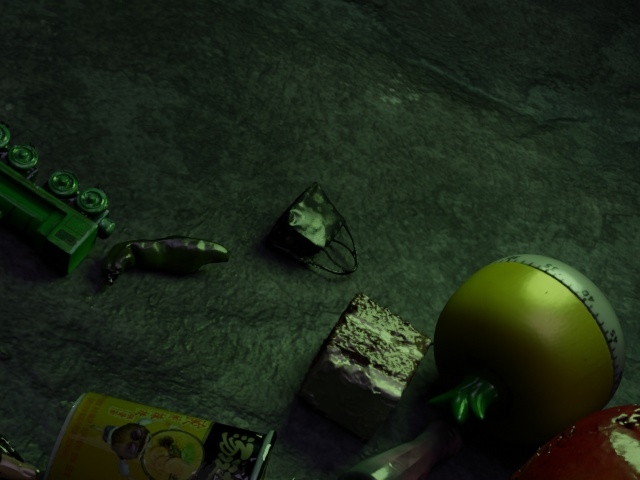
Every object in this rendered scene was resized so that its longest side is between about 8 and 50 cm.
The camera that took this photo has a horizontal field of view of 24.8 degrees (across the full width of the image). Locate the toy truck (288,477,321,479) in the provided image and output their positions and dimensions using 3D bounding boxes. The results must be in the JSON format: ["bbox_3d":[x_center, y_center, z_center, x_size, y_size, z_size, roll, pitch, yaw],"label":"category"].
[{"bbox_3d":[-0.012,0.378,1.725,0.191,0.116,0.085,55,40,-8],"label":"toy truck"}]

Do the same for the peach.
[{"bbox_3d":[0.392,0.382,1.803,0.370,0.370,0.370,16,42,-16],"label":"peach"}]

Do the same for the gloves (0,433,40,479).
[{"bbox_3d":[-0.387,0.246,1.604,0.129,0.180,0.106,-22,100,-65],"label":"gloves"}]

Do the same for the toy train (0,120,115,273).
[{"bbox_3d":[-0.402,-0.061,1.988,0.251,0.085,0.119,32,56,7],"label":"toy train"}]

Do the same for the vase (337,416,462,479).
[{"bbox_3d":[0.111,0.300,1.922,0.086,0.086,0.214,44,38,16],"label":"vase"}]

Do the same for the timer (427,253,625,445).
[{"bbox_3d":[0.257,0.174,2.006,0.285,0.285,0.285,16,42,-16],"label":"timer"}]

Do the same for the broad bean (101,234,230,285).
[{"bbox_3d":[-0.223,0.022,2.030,0.195,0.046,0.061,-12,67,-32],"label":"broad bean"}]

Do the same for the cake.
[{"bbox_3d":[0.058,0.176,1.981,0.135,0.134,0.147,30,49,0],"label":"cake"}]

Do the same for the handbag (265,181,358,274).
[{"bbox_3d":[0.000,0.000,2.178,0.139,0.072,0.115,44,39,-4],"label":"handbag"}]

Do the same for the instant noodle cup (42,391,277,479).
[{"bbox_3d":[-0.189,0.281,1.681,0.236,0.215,0.215,20,40,3],"label":"instant noodle cup"}]
